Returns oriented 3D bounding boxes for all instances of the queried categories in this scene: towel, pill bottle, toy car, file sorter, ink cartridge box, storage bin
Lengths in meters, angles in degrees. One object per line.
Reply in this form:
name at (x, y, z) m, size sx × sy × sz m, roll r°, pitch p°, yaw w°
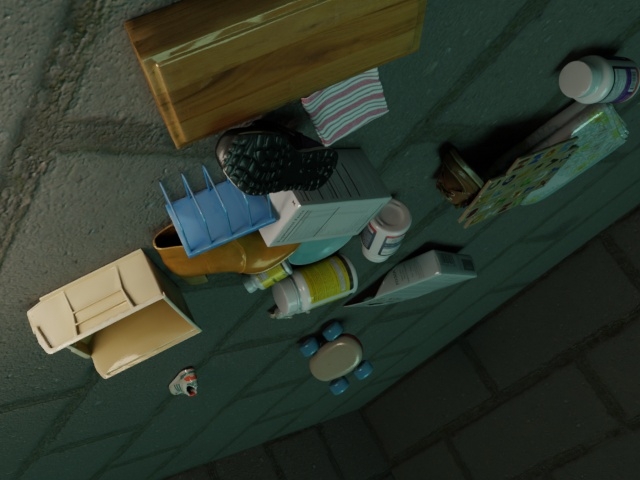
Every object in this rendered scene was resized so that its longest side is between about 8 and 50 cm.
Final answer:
towel at (0.650, -0.242, 1.803) m, size 0.374 × 0.090 × 0.321 m, roll -38°, pitch 153°, yaw 22°
pill bottle at (0.629, -0.364, 1.484) m, size 0.194 × 0.108 × 0.108 m, roll -10°, pitch 151°, yaw -37°
toy car at (0.069, 0.402, 2.422) m, size 0.210 × 0.219 × 0.238 m, roll -36°, pitch -175°, yaw 16°
file sorter at (-0.182, -0.071, 1.158) m, size 0.170 × 0.118 × 0.104 m, roll -23°, pitch 154°, yaw -13°
pill bottle at (-0.016, 0.118, 1.749) m, size 0.209 × 0.119 × 0.119 m, roll -18°, pitch 155°, yaw -24°
pill bottle at (-0.132, 0.080, 1.602) m, size 0.116 × 0.065 × 0.065 m, roll -30°, pitch 158°, yaw 4°
ink cartridge box at (0.303, 0.140, 2.261) m, size 0.385 × 0.091 × 0.308 m, roll -22°, pitch 164°, yaw 31°
towel at (0.049, -0.242, 1.173) m, size 0.144 × 0.029 × 0.197 m, roll -29°, pitch 158°, yaw 3°
pill bottle at (0.160, -0.020, 1.674) m, size 0.108 × 0.107 × 0.180 m, roll -20°, pitch 157°, yaw -19°
storage bin at (-0.422, 0.166, 1.373) m, size 0.261 × 0.123 × 0.262 m, roll -27°, pitch 158°, yaw -5°

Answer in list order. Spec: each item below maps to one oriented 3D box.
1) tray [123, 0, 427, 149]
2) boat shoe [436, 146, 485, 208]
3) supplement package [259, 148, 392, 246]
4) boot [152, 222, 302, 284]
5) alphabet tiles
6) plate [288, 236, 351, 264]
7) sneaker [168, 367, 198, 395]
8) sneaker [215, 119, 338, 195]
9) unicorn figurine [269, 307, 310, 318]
tray at (-0.043, -0.283, 0.923) m, size 0.411 × 0.076 × 0.202 m, roll -24°, pitch 157°, yaw -9°
boat shoe at (0.347, -0.137, 1.635) m, size 0.105 × 0.110 × 0.307 m, roll -35°, pitch 156°, yaw 13°
supplement package at (-0.007, -0.089, 1.295) m, size 0.244 × 0.133 × 0.139 m, roll -7°, pitch 150°, yaw -42°
boot at (-0.175, -0.003, 1.327) m, size 0.295 × 0.104 × 0.211 m, roll -21°, pitch 157°, yaw -7°
alphabet tiles at (0.510, -0.145, 1.680) m, size 0.343 × 0.011 × 0.285 m, roll -21°, pitch 156°, yaw -30°
plate at (0.000, 0.000, 1.640) m, size 0.188 × 0.024 × 0.188 m, roll -23°, pitch 157°, yaw -11°
sneaker at (-0.429, 0.466, 2.066) m, size 0.057 × 0.075 × 0.161 m, roll -9°, pitch 150°, yaw -40°
sneaker at (-0.096, -0.145, 1.070) m, size 0.283 × 0.124 × 0.107 m, roll 1°, pitch 123°, yaw -60°
unicorn figurine at (-0.082, 0.196, 1.913) m, size 0.162 × 0.060 × 0.111 m, roll -38°, pitch 156°, yaw 20°
